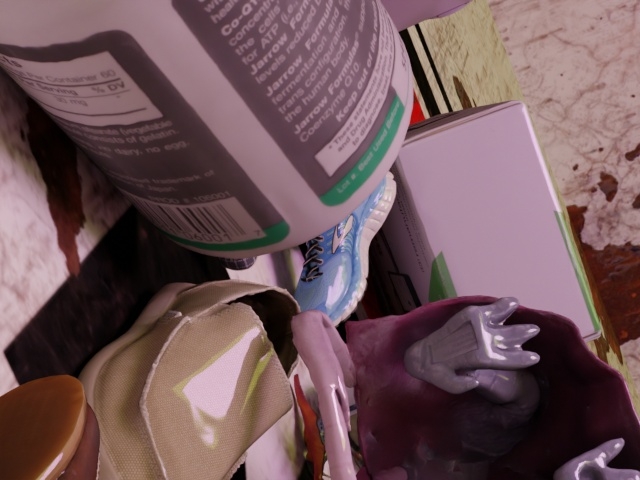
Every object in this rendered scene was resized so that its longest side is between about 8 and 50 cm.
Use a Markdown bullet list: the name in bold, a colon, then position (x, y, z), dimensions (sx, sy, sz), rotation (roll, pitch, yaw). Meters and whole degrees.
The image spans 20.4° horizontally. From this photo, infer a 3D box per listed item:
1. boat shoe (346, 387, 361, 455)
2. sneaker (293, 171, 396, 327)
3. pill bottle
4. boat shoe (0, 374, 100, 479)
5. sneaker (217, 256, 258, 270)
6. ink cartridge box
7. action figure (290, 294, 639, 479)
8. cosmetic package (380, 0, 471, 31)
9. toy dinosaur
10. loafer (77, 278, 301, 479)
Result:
- **boat shoe**: position (0.088, 0.166, 1.463), dimensions (0.302, 0.109, 0.094), rotation (45, 31, -65)
- **sneaker**: position (0.000, 0.000, 1.401), dimensions (0.073, 0.063, 0.162), rotation (35, 61, -33)
- **pill bottle**: position (-0.097, -0.157, 1.002), dimensions (0.361, 0.204, 0.204), rotation (52, 23, -53)
- **boat shoe**: position (-0.136, 0.139, 0.753), dimensions (0.207, 0.073, 0.073), rotation (-70, 141, -57)
- **sneaker**: position (-0.054, -0.066, 1.315), dimensions (0.235, 0.090, 0.095), rotation (-66, 145, -61)
- **ink cartridge box**: position (0.122, -0.003, 1.584), dimensions (0.289, 0.121, 0.211), rotation (-175, -115, -81)
- **action figure**: position (0.081, 0.189, 1.168), dimensions (0.370, 0.275, 0.248), rotation (131, -48, -63)
- **cosmetic package**: position (0.036, -0.350, 1.662), dimensions (0.385, 0.217, 0.156), rotation (36, 37, -59)
- **toy dinosaur**: position (-0.006, 0.154, 1.308), dimensions (0.090, 0.047, 0.082), rotation (37, 26, 3)
- **loafer**: position (-0.068, 0.084, 1.019), dimensions (0.268, 0.092, 0.102), rotation (-75, 143, -66)
